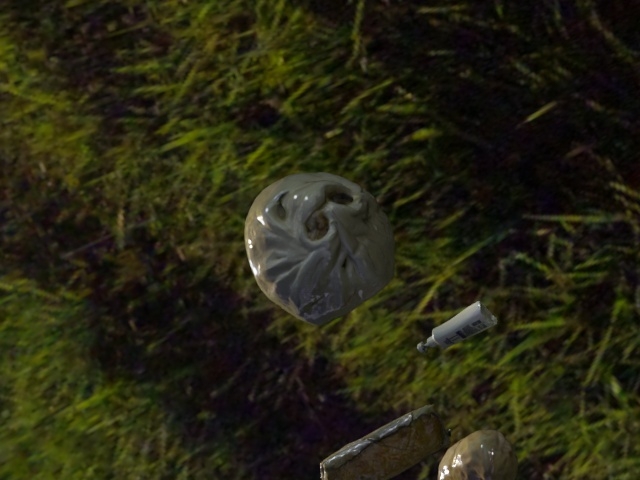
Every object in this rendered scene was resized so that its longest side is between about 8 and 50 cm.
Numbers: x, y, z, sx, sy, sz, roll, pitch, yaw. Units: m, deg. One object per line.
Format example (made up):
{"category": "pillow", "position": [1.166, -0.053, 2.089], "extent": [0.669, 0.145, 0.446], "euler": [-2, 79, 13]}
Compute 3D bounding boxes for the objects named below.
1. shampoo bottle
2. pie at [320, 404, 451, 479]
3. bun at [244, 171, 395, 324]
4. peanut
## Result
{"category": "shampoo bottle", "position": [0.214, 0.146, 1.606], "extent": [0.141, 0.034, 0.049], "euler": [-32, 131, 28]}
{"category": "pie", "position": [0.135, 0.428, 2.004], "extent": [0.068, 0.283, 0.128], "euler": [45, 159, 62]}
{"category": "bun", "position": [0.000, 0.000, 1.417], "extent": [0.231, 0.231, 0.133], "euler": [54, 173, 9]}
{"category": "peanut", "position": [0.261, 0.374, 1.646], "extent": [0.123, 0.124, 0.256], "euler": [47, 160, 18]}
